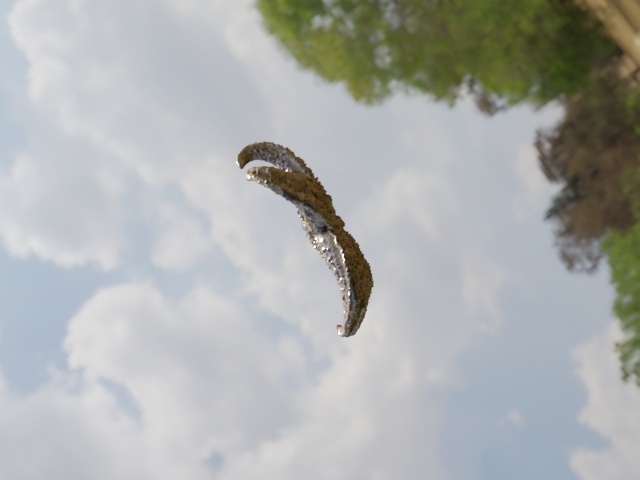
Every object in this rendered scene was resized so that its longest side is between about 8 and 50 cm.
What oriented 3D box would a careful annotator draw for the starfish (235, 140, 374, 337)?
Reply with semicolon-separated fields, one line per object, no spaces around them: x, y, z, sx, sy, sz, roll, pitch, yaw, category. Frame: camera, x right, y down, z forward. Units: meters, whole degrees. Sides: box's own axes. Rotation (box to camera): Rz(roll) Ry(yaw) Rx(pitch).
0.000;0.000;0.594;0.091;0.028;0.078;55;-173;-40;starfish
